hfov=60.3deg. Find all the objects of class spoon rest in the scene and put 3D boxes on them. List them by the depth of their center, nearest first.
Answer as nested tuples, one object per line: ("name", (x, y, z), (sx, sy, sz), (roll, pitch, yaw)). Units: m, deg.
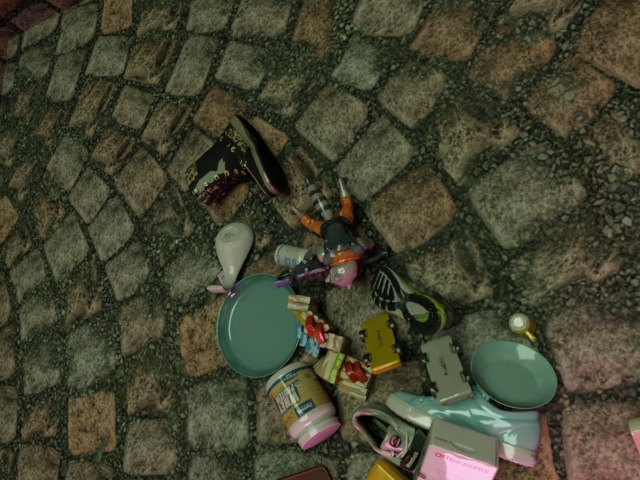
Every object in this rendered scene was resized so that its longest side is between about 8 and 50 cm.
("spoon rest", (-0.295, 0.056, 1.783), (0.137, 0.084, 0.277), (-2, 54, 18))

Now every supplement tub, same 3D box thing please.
("supplement tub", (-0.047, 0.451, 1.516), (0.144, 0.144, 0.200), (-43, 61, 13))
("supplement tub", (-0.080, 0.052, 1.681), (0.107, 0.071, 0.071), (11, 83, 32))

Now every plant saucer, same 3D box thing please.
("plant saucer", (0.447, 0.319, 1.285), (0.194, 0.038, 0.195), (-1, 38, 0))
("plant saucer", (-0.185, 0.261, 1.704), (0.317, 0.043, 0.318), (-7, 75, 28))

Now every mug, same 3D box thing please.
("mug", (0.489, 0.203, 1.323), (0.078, 0.064, 0.062), (19, 86, 31))

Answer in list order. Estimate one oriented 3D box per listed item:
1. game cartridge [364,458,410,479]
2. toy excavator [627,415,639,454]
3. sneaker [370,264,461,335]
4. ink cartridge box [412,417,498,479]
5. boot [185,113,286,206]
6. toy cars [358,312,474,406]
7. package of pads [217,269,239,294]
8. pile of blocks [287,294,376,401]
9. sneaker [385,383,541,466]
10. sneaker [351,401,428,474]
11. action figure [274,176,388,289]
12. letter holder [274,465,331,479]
("game cartridge", (0.188, 0.730, 1.277), (0.323, 0.052, 0.286), (33, 94, 36))
("toy excavator", (0.699, 0.599, 0.989), (0.222, 0.433, 0.446), (-19, 97, 25))
("sneaker", (0.243, 0.158, 1.454), (0.300, 0.121, 0.111), (40, 114, 50))
("ink cartridge box", (0.294, 0.513, 1.223), (0.148, 0.086, 0.203), (16, 120, 10))
("boot", (-0.290, -0.215, 1.829), (0.284, 0.138, 0.378), (-40, 58, 14))
("toy cars", (0.237, 0.305, 1.384), (0.176, 0.087, 0.393), (-44, 35, -25))
("package of pads", (-0.302, 0.132, 1.809), (0.050, 0.032, 0.083), (-43, 61, 16))
("pile of blocks", (0.005, 0.291, 1.517), (0.149, 0.112, 0.362), (-46, 67, 5))
("sneaker", (0.344, 0.406, 1.327), (0.365, 0.135, 0.150), (15, 76, 24))
("sneaker", (0.214, 0.513, 1.355), (0.330, 0.146, 0.123), (21, 87, 30))
("action figure", (0.000, 0.000, 1.548), (0.341, 0.179, 0.330), (-23, 56, -1))
("letter holder", (-0.051, 0.779, 1.449), (0.152, 0.214, 0.302), (-47, 55, 48))
